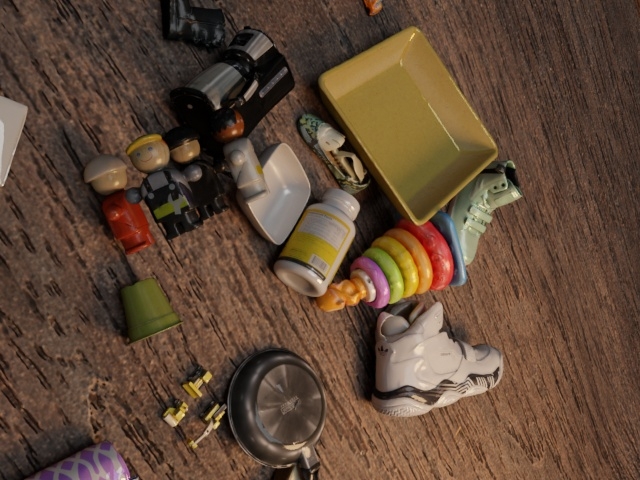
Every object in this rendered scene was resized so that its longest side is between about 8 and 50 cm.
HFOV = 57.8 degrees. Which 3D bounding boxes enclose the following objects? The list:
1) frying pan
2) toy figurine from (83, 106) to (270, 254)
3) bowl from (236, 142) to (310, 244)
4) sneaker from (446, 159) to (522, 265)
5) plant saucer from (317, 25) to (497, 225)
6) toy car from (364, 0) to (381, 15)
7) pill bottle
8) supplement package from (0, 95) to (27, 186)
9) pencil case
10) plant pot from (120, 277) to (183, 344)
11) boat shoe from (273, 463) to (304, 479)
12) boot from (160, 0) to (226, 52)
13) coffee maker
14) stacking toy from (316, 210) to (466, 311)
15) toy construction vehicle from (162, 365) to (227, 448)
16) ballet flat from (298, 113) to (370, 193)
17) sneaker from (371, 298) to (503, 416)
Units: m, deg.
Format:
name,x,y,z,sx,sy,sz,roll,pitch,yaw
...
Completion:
name,x,y,z,sx,sy,sz,roll,pitch,yaw
frying pan,-0.056,0.338,0.957,0.197,0.053,0.327,7,65,-36
toy figurine,-0.197,-0.091,0.808,0.213,0.209,0.148,-29,100,-38
bowl,-0.084,-0.080,0.985,0.142,0.053,0.142,-61,143,-25
sneaker,0.376,-0.068,1.325,0.094,0.151,0.256,18,77,-40
plant saucer,0.172,-0.231,1.174,0.332,0.081,0.333,-38,96,-35
toy car,0.084,-0.493,1.179,0.122,0.040,0.060,-17,98,-40
pill bottle,0.000,0.000,1.035,0.103,0.103,0.184,44,61,-29
supplement package,-0.452,-0.133,0.663,0.179,0.105,0.105,20,74,-37
pencil case,-0.345,0.338,0.741,0.206,0.086,0.088,-18,127,-38
plant pot,-0.253,0.098,0.841,0.083,0.083,0.079,-21,88,-39
boat shoe,-0.058,0.439,0.985,0.059,0.063,0.170,40,62,-24
boot,-0.202,-0.368,0.928,0.099,0.045,0.121,-4,97,-38
coffee maker,-0.135,-0.227,0.944,0.178,0.120,0.171,-52,159,-29
stacking toy,0.120,0.065,1.118,0.301,0.175,0.166,-26,111,-26
toy construction vehicle,-0.189,0.260,0.903,0.098,0.035,0.086,-46,115,-32
ballet flat,0.034,-0.169,1.101,0.188,0.070,0.070,48,59,-27
sneaker,0.251,0.218,1.208,0.365,0.137,0.211,-9,95,-37
